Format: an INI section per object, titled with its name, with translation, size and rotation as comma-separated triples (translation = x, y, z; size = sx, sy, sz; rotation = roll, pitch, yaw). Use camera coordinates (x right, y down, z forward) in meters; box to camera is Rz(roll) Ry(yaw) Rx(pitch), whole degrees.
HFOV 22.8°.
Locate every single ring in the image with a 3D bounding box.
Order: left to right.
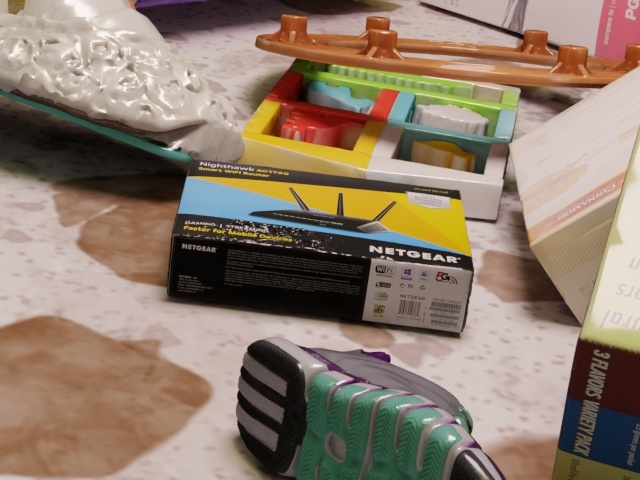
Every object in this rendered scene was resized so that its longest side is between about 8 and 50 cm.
[ring]
translation = 0.115, -0.155, 1.272
size = 0.337, 0.032, 0.336
rotation = 5, 11, -1

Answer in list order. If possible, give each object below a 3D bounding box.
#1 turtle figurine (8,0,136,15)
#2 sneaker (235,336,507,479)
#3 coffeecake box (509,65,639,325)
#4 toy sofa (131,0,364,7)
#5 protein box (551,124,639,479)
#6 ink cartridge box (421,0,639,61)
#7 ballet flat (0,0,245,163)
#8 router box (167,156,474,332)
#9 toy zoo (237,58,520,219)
[turtle figurine]
translation = -0.282, -0.228, 1.256
size = 0.270, 0.217, 0.087
rotation = 5, 38, 8
[sneaker]
translation = 0.055, 0.099, 0.735
size = 0.098, 0.083, 0.224
rotation = -2, 24, -35
[coffeecake box]
translation = 0.205, -0.042, 1.034
size = 0.142, 0.068, 0.185
rotation = -31, 18, 15
[toy sofa]
translation = -0.095, -0.284, 1.500
size = 0.363, 0.177, 0.150
rotation = -15, 72, -44
[protein box]
translation = 0.236, 0.035, 0.776
size = 0.200, 0.136, 0.201
rotation = 14, 51, 12
[ink cartridge box]
translation = 0.273, -0.273, 1.624
size = 0.283, 0.117, 0.207
rotation = 24, 28, 33
[ballet flat]
translation = -0.234, -0.159, 1.137
size = 0.409, 0.147, 0.147
rotation = 17, 24, 20
[router box]
translation = 0.000, 0.000, 0.986
size = 0.179, 0.046, 0.133
rotation = 7, 23, -3
[toy zoo]
translation = 0.049, -0.080, 1.210
size = 0.192, 0.030, 0.293
rotation = 11, 23, 7
